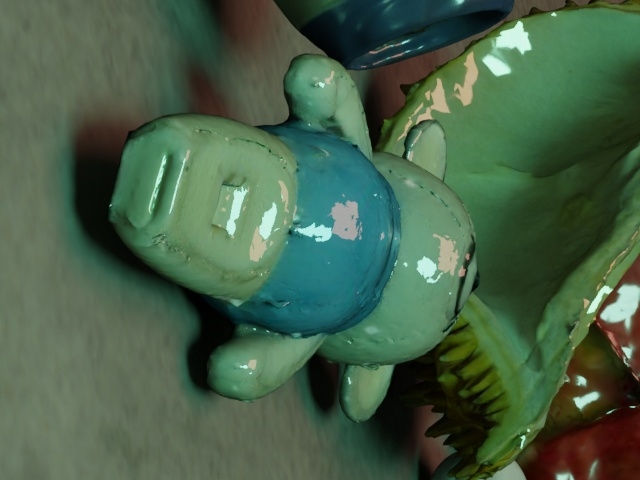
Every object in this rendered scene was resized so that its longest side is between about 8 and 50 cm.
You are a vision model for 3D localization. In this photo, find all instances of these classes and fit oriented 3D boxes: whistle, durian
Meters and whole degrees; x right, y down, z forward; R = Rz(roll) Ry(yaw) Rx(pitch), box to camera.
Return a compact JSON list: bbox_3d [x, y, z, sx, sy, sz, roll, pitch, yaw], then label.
[{"bbox_3d":[0.000,0.000,0.632,0.235,0.077,0.114,21,85,-69],"label":"whistle"},{"bbox_3d":[0.096,0.002,0.812,0.252,0.139,0.144,-44,116,-32],"label":"durian"}]

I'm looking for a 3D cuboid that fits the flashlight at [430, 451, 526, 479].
[{"bbox_3d":[0.058,0.160,0.788,0.200,0.047,0.093,-81,156,-53],"label":"flashlight"}]

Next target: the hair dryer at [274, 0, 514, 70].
[{"bbox_3d":[-0.015,-0.223,0.718,0.298,0.119,0.296,-100,172,-74],"label":"hair dryer"}]

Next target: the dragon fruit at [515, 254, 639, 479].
[{"bbox_3d":[0.225,0.089,0.918,0.228,0.329,0.286,-69,147,-49],"label":"dragon fruit"}]
